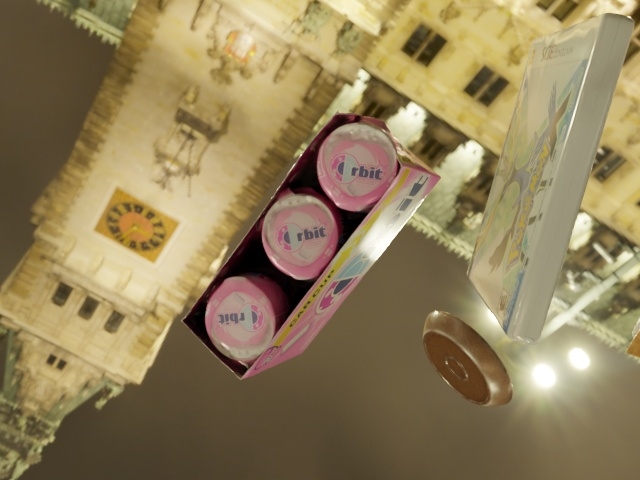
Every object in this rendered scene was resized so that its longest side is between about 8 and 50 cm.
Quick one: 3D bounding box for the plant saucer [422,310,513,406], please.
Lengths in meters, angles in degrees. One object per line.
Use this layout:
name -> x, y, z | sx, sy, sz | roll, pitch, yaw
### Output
plant saucer -> 0.204, 0.177, 1.158 | 0.029, 0.168, 0.168 | -36, -103, -22

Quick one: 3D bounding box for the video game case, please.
video game case -> 0.245, -0.078, 0.915 | 0.036, 0.328, 0.300 | 14, -170, 0

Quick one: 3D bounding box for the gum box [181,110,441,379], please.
gum box -> 0.000, 0.000, 0.561 | 0.062, 0.188, 0.107 | 41, -166, 14

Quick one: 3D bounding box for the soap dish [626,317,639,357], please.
soap dish -> 0.605, 0.084, 1.122 | 0.229, 0.290, 0.118 | 21, -163, -17
